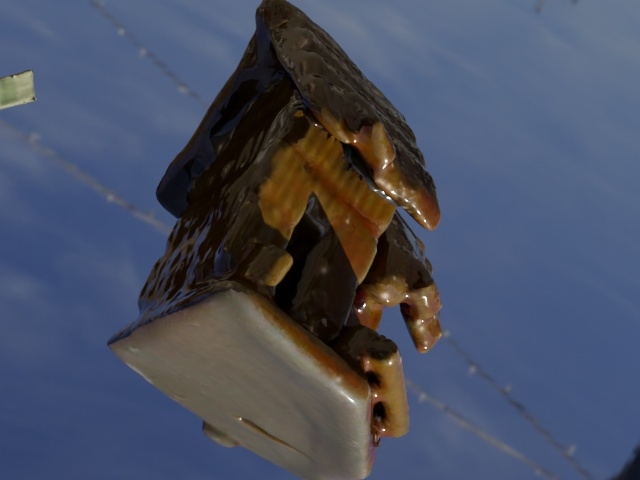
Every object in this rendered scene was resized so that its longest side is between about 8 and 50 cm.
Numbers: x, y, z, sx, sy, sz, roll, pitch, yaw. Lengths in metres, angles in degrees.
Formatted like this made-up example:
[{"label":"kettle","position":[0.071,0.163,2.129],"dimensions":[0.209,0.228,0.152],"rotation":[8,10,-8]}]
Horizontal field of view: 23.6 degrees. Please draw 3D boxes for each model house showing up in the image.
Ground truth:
[{"label":"model house","position":[-0.001,0.002,0.899],"dimensions":[0.199,0.229,0.219],"rotation":[34,156,-28]}]

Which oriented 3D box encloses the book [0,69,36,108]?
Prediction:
[{"label":"book","position":[-0.360,-0.086,1.189],"dimensions":[0.282,0.025,0.215],"rotation":[-16,-171,-10]}]
